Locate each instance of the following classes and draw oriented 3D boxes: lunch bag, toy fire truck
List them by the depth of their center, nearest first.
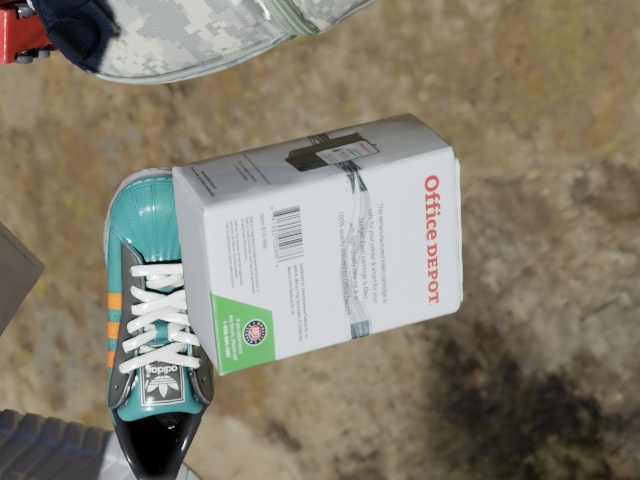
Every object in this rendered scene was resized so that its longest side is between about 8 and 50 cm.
[{"bbox_3d":[-0.063,-0.251,1.259,0.256,0.305,0.212,-30,107,25],"label":"lunch bag"},{"bbox_3d":[-0.279,-0.179,1.384,0.135,0.192,0.047,14,111,22],"label":"toy fire truck"}]

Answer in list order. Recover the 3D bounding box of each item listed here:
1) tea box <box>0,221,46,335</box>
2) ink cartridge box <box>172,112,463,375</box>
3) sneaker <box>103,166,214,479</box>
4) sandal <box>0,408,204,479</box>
[{"bbox_3d":[-0.590,0.043,2.131,0.323,0.220,0.329,-28,114,37],"label":"tea box"},{"bbox_3d":[0.000,0.000,1.347,0.087,0.208,0.153,-129,31,-55],"label":"ink cartridge box"},{"bbox_3d":[-0.133,0.083,1.485,0.121,0.108,0.302,-103,13,-52],"label":"sneaker"},{"bbox_3d":[-0.302,0.311,2.125,0.416,0.169,0.102,22,144,11],"label":"sandal"}]
